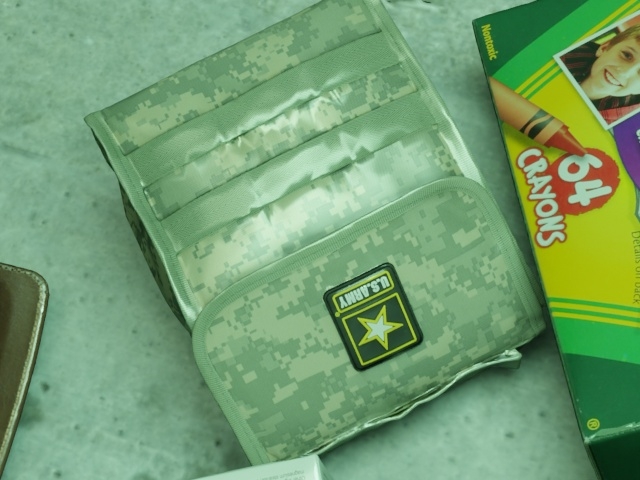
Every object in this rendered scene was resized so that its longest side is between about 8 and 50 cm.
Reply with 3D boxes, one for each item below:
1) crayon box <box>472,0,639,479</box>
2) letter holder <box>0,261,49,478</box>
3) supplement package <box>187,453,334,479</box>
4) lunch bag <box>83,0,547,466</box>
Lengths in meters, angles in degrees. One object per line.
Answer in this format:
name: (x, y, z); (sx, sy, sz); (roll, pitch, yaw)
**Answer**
crayon box: (0.295, -0.041, 0.983); (0.313, 0.106, 0.363); (-17, 53, 10)
letter holder: (-0.344, 0.127, 1.043); (0.214, 0.152, 0.302); (14, 76, 12)
supplement package: (-0.066, 0.249, 0.895); (0.204, 0.262, 0.145); (-13, 65, 5)
lunch bag: (0.000, 0.000, 1.042); (0.235, 0.169, 0.287); (-27, 74, -5)
